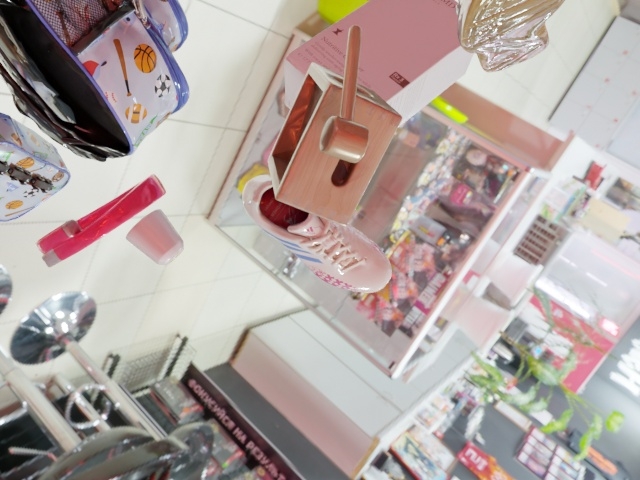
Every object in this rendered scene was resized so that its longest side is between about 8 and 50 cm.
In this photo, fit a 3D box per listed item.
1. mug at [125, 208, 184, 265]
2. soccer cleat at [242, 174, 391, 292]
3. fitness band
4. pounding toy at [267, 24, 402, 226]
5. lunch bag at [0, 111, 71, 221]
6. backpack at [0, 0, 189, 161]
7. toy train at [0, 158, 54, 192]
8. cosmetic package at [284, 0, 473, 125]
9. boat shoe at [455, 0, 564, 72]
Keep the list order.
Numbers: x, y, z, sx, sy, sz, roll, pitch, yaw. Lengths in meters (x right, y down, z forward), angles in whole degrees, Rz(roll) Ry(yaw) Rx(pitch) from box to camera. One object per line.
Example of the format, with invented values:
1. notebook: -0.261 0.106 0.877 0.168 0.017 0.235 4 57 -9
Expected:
1. mug: -0.221 -0.002 0.789 0.062 0.064 0.078 -44 180 20
2. soccer cleat: 0.000 0.000 1.020 0.116 0.331 0.143 -57 -167 -4
3. fitness band: -0.402 -0.040 1.033 0.290 0.054 0.209 -17 -159 44
4. pounding toy: 0.031 -0.110 0.566 0.181 0.094 0.206 -63 -160 20
5. lunch bag: -0.729 -0.154 1.254 0.243 0.115 0.303 -32 166 0
6. backpack: -0.280 -0.226 0.644 0.213 0.276 0.264 -43 125 -25
7. toy train: -0.514 -0.114 0.961 0.027 0.036 0.158 -57 163 -3
8. cosmetic package: 0.133 -0.366 1.176 0.385 0.217 0.156 -43 164 -21
9. boat shoe: 0.171 -0.240 0.546 0.098 0.096 0.277 -18 178 16
